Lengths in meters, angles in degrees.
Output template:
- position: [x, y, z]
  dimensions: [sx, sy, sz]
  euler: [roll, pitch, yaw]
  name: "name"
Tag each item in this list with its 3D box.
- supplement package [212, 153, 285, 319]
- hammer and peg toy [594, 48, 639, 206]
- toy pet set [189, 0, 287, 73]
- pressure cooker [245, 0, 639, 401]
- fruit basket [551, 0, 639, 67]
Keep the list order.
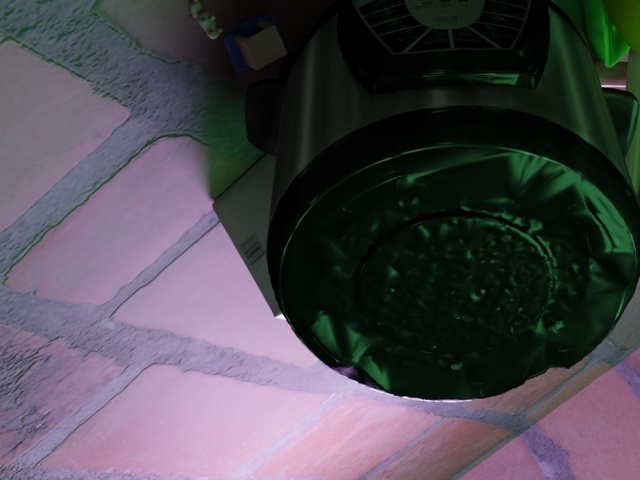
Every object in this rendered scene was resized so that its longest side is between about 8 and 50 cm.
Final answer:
- position: [0.000, 0.000, 1.366]
  dimensions: [0.149, 0.194, 0.203]
  euler: [-40, 152, 17]
  name: "supplement package"
- position: [0.475, -0.194, 1.437]
  dimensions: [0.266, 0.127, 0.361]
  euler: [-10, 104, -60]
  name: "hammer and peg toy"
- position: [-0.073, -0.242, 1.060]
  dimensions: [0.122, 0.065, 0.114]
  euler: [-30, 118, -11]
  name: "toy pet set"
- position: [0.126, -0.088, 1.092]
  dimensions: [0.370, 0.420, 0.375]
  euler: [37, 123, -25]
  name: "pressure cooker"
- position: [0.353, -0.314, 0.992]
  dimensions: [0.283, 0.392, 0.392]
  euler: [-50, 153, -4]
  name: "fruit basket"
